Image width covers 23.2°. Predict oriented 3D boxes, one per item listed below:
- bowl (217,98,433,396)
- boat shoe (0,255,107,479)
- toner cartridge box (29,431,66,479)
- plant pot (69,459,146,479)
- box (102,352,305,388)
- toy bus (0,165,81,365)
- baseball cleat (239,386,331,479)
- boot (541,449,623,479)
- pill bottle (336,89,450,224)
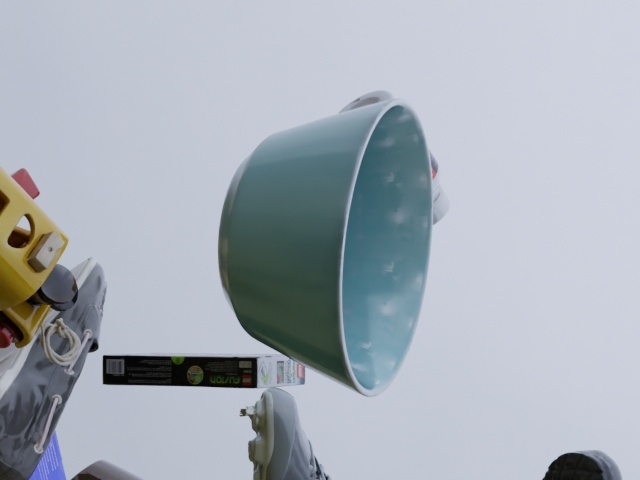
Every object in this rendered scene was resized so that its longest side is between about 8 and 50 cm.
[{"bbox_3d":[0.000,0.000,1.646,0.163,0.311,0.311,6,-46,21],"label":"bowl"},{"bbox_3d":[-0.306,0.144,1.719,0.112,0.335,0.095,-30,-71,32],"label":"boat shoe"},{"bbox_3d":[-0.403,0.372,2.074,0.075,0.165,0.347,-19,-100,23],"label":"toner cartridge box"},{"bbox_3d":[-0.214,0.373,1.819,0.230,0.215,0.215,45,-26,11],"label":"plant pot"},{"bbox_3d":[-0.134,0.148,1.789,0.207,0.114,0.036,-2,-93,28],"label":"box"},{"bbox_3d":[-0.277,0.016,1.394,0.104,0.202,0.190,-18,-101,40],"label":"toy bus"},{"bbox_3d":[-0.002,0.181,1.116,0.072,0.109,0.205,-97,-174,-48],"label":"baseball cleat"},{"bbox_3d":[0.367,0.365,1.790,0.118,0.223,0.338,30,-51,53],"label":"boot"},{"bbox_3d":[0.104,-0.107,2.200,0.108,0.108,0.193,15,-34,55],"label":"pill bottle"}]
